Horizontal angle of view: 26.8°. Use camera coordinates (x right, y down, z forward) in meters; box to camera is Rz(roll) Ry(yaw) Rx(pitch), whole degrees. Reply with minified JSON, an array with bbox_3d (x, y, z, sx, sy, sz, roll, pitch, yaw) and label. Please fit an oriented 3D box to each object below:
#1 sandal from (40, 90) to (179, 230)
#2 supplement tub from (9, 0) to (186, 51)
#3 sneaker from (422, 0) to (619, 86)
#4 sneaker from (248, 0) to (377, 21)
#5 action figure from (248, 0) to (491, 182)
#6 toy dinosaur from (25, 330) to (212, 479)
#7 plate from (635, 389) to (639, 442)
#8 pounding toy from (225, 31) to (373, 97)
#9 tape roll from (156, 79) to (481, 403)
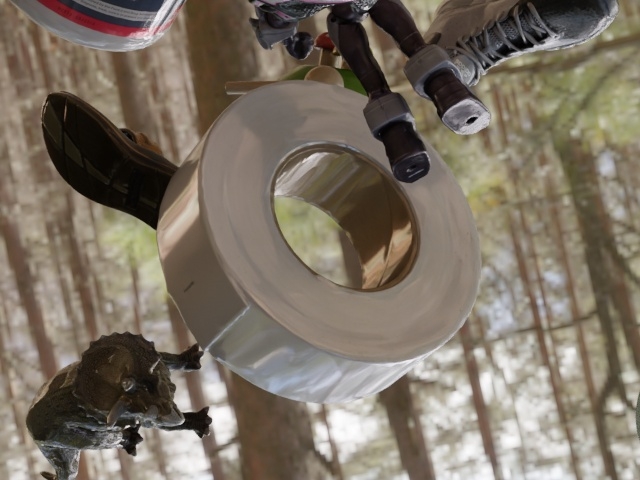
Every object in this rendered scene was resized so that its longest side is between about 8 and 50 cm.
[{"bbox_3d":[-0.178,-0.073,1.301,0.219,0.090,0.060,28,-148,13],"label":"sandal"},{"bbox_3d":[-0.163,-0.319,1.177,0.191,0.191,0.272,-7,145,-46],"label":"supplement tub"},{"bbox_3d":[0.170,-0.182,1.277,0.229,0.086,0.132,-5,-141,54],"label":"sneaker"},{"bbox_3d":[-0.034,-0.180,0.903,0.178,0.072,0.077,4,140,-7],"label":"sneaker"},{"bbox_3d":[0.034,-0.196,1.160,0.185,0.285,0.099,-33,163,20],"label":"action figure"},{"bbox_3d":[-0.210,0.154,1.289,0.160,0.121,0.314,16,154,-39],"label":"toy dinosaur"},{"bbox_3d":[0.380,0.145,1.320,0.024,0.188,0.188,33,152,-27],"label":"plate"},{"bbox_3d":[0.010,-0.232,1.816,0.183,0.110,0.237,11,-176,32],"label":"pounding toy"},{"bbox_3d":[0.000,0.000,1.202,0.286,0.286,0.100,-8,158,-35],"label":"tape roll"}]
